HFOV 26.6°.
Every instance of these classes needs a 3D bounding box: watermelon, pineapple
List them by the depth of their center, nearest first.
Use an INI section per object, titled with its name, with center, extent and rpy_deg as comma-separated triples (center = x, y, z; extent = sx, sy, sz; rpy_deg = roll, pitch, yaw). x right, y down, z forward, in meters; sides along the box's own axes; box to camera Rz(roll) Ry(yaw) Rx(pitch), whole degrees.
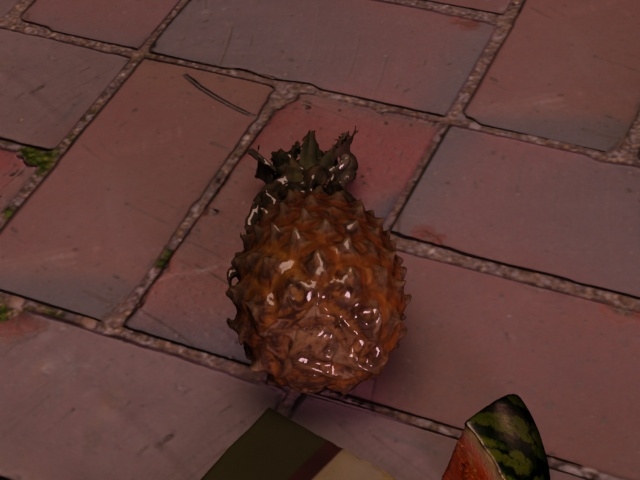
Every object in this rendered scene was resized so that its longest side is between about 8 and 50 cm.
[watermelon]
center = 0.149, 0.192, 1.156
extent = 0.094, 0.125, 0.135
rpy_deg = -25, 8, 25
[pineapple]
center = 0.000, 0.000, 1.305
extent = 0.175, 0.175, 0.361
rpy_deg = -2, 30, 5

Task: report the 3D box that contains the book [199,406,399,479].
[book]
center = 0.008, 0.268, 1.112
extent = 0.289, 0.026, 0.201
rpy_deg = 27, 55, 29
